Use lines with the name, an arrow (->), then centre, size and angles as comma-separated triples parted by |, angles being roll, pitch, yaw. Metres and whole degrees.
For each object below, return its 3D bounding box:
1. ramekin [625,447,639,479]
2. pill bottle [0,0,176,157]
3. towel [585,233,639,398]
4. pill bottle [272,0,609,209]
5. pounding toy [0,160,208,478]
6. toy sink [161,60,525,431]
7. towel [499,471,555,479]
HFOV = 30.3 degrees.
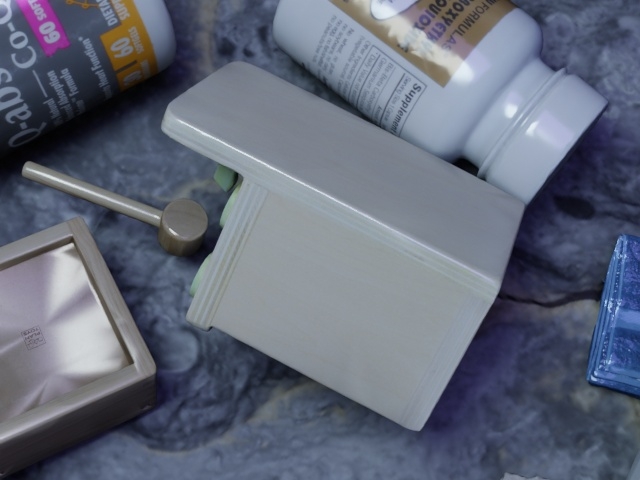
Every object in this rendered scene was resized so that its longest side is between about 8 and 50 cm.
ramekin -> 0.321, 0.177, 0.729 | 0.277, 0.135, 0.277 | 10, 39, -8
pill bottle -> -0.257, -0.134, 0.841 | 0.278, 0.162, 0.162 | -31, 77, -10
towel -> 0.238, 0.057, 0.871 | 0.067, 0.029, 0.119 | 15, 73, 2
pill bottle -> 0.089, -0.130, 0.868 | 0.229, 0.131, 0.131 | 39, 76, 9
pounding toy -> -0.174, 0.039, 0.834 | 0.206, 0.094, 0.181 | -23, 71, -18
toy sink -> 0.000, 0.000, 0.797 | 0.234, 0.153, 0.131 | 27, 115, 4
towel -> 0.214, 0.263, 0.738 | 0.282, 0.049, 0.187 | 26, 33, 13
